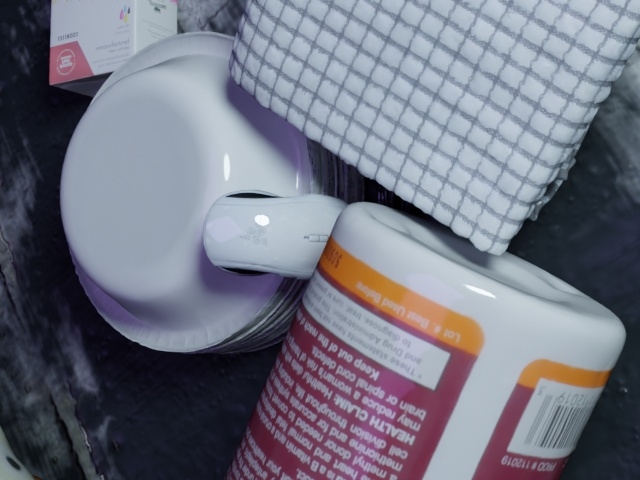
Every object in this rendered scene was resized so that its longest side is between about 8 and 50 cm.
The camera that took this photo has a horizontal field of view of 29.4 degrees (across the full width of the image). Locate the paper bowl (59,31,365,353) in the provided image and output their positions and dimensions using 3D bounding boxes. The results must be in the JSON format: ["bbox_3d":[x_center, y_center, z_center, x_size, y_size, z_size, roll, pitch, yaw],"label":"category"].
[{"bbox_3d":[-0.115,-0.042,1.071,0.284,0.148,0.284,-3,84,34],"label":"paper bowl"}]

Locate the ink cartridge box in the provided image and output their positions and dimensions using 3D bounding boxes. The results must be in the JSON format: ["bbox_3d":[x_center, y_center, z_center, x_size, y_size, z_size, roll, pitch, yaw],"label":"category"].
[{"bbox_3d":[-0.203,-0.250,1.197,0.115,0.067,0.198,-7,79,33],"label":"ink cartridge box"}]

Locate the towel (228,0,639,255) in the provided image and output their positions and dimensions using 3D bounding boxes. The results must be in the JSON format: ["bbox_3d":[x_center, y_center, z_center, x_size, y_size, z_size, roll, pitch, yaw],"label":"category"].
[{"bbox_3d":[0.091,-0.163,0.901,0.284,0.121,0.235,33,119,17],"label":"towel"}]

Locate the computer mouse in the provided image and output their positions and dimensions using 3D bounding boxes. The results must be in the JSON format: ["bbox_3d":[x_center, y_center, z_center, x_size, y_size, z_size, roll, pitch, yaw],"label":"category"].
[{"bbox_3d":[0.000,0.000,0.960,0.042,0.193,0.106,10,98,58],"label":"computer mouse"}]

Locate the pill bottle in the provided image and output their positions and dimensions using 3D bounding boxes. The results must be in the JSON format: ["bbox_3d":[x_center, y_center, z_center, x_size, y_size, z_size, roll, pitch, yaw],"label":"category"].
[{"bbox_3d":[0.042,0.190,0.894,0.224,0.224,0.392,30,101,32],"label":"pill bottle"}]

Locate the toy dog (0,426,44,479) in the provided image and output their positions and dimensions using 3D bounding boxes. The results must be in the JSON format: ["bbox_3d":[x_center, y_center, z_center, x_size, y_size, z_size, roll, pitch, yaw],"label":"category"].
[{"bbox_3d":[-0.458,0.269,1.190,0.408,0.284,0.395,-7,81,31],"label":"toy dog"}]
